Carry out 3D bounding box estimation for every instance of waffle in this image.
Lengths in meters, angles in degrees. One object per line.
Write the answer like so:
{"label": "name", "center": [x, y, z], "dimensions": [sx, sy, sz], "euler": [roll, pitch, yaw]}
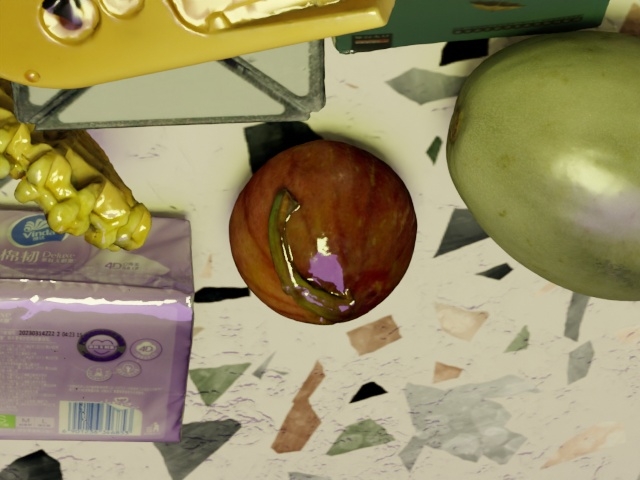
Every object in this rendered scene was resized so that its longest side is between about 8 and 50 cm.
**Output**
{"label": "waffle", "center": [-0.265, -0.097, 1.446], "dimensions": [0.062, 0.329, 0.329], "euler": [-48, 127, 2]}

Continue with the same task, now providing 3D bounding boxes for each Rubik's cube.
{"label": "Rubik's cube", "center": [-0.125, -0.260, 1.318], "dimensions": [0.255, 0.259, 0.260], "euler": [-1, 139, -4]}

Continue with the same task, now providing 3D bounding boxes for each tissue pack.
{"label": "tissue pack", "center": [-0.306, 0.087, 1.723], "dimensions": [0.338, 0.160, 0.242], "euler": [3, 134, -8]}

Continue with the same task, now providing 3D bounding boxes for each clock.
{"label": "clock", "center": [-0.124, -0.222, 1.065], "dimensions": [0.317, 0.200, 0.244], "euler": [-14, 113, 10]}

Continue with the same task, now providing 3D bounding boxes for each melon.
{"label": "melon", "center": [0.270, -0.073, 1.555], "dimensions": [0.308, 0.271, 0.272], "euler": [26, 128, -38]}

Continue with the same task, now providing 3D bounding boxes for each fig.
{"label": "fig", "center": [0.000, 0.001, 1.645], "dimensions": [0.205, 0.205, 0.205], "euler": [-3, 136, -3]}

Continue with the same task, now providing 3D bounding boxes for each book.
{"label": "book", "center": [0.137, -0.254, 1.394], "dimensions": [0.264, 0.031, 0.379], "euler": [-5, 163, 0]}
